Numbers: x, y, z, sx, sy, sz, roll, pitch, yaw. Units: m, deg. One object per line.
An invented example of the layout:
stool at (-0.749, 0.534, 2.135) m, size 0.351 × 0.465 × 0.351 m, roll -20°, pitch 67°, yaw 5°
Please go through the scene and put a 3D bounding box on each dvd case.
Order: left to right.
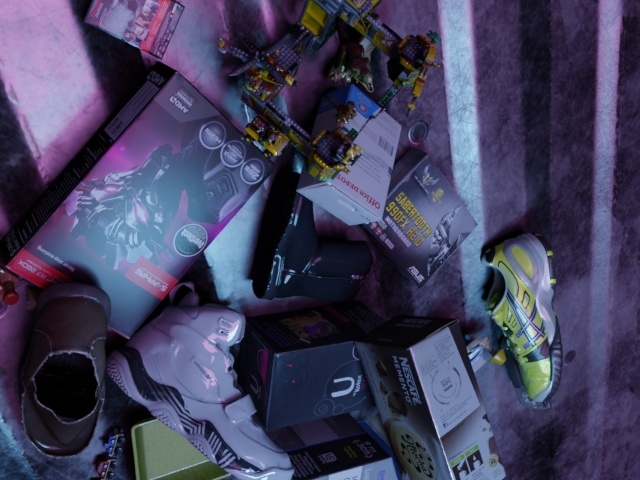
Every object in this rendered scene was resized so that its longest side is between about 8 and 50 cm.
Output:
dvd case at (-0.262, -0.322, 0.970) m, size 0.119 × 0.013 × 0.087 m, roll 19°, pitch 101°, yaw -37°

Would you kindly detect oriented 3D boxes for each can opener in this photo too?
can opener at (0.524, 0.328, 1.732) m, size 0.095 × 0.076 × 0.283 m, roll -58°, pitch 135°, yaw -38°

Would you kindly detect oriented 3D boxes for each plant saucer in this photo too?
plant saucer at (-0.260, 0.384, 1.282) m, size 0.188 × 0.045 × 0.188 m, roll -11°, pitch 117°, yaw -27°

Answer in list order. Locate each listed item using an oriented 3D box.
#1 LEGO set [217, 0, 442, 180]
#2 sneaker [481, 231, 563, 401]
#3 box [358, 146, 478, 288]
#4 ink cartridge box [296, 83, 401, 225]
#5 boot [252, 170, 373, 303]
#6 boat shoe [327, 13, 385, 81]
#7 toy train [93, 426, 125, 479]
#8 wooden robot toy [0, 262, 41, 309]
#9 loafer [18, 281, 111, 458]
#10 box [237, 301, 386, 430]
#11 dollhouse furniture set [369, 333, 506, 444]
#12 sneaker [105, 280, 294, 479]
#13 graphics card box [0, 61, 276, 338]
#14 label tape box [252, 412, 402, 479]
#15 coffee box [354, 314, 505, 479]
LEGO set at (0.036, -0.263, 0.990) m, size 0.331 × 0.192 × 0.255 m, roll -42°, pitch 91°, yaw -17°
sneaker at (0.449, 0.178, 1.543) m, size 0.147 × 0.145 × 0.385 m, roll -9°, pitch 95°, yaw -1°
box at (0.189, -0.040, 1.349) m, size 0.183 × 0.056 × 0.231 m, roll -46°, pitch 128°, yaw -4°
ink cartridge box at (0.052, -0.141, 1.151) m, size 0.139 × 0.082 × 0.191 m, roll 32°, pitch 63°, yaw -37°
boot at (0.000, 0.000, 1.229) m, size 0.207 × 0.094 × 0.247 m, roll 3°, pitch 113°, yaw -31°
boat shoe at (0.066, -0.316, 1.149) m, size 0.045 × 0.050 × 0.135 m, roll 40°, pitch 89°, yaw -32°
toy train at (-0.386, 0.404, 1.229) m, size 0.036 × 0.027 × 0.158 m, roll 14°, pitch 105°, yaw -24°
wooden robot toy at (-0.486, 0.071, 0.987) m, size 0.079 × 0.076 × 0.173 m, roll -42°, pitch 127°, yaw 6°
loafer at (-0.392, 0.226, 1.023) m, size 0.133 × 0.130 × 0.366 m, roll 4°, pitch 130°, yaw -16°
box at (-0.004, 0.232, 1.305) m, size 0.270 × 0.143 × 0.165 m, roll -5°, pitch 114°, yaw -29°
dollhouse furniture set at (0.293, 0.341, 1.421) m, size 0.303 × 0.198 × 0.286 m, roll -43°, pitch 165°, yaw 1°
sneaker at (-0.158, 0.237, 1.142) m, size 0.366 × 0.137 × 0.210 m, roll 37°, pitch 83°, yaw 1°
graphics card box at (-0.270, -0.054, 1.042) m, size 0.371 × 0.094 × 0.233 m, roll -49°, pitch 127°, yaw -3°
label tape box at (0.019, 0.408, 1.342) m, size 0.333 × 0.240 × 0.106 m, roll -4°, pitch 112°, yaw -31°
coffee box at (0.192, 0.291, 1.208) m, size 0.119 × 0.168 × 0.297 m, roll -23°, pitch 100°, yaw -29°
